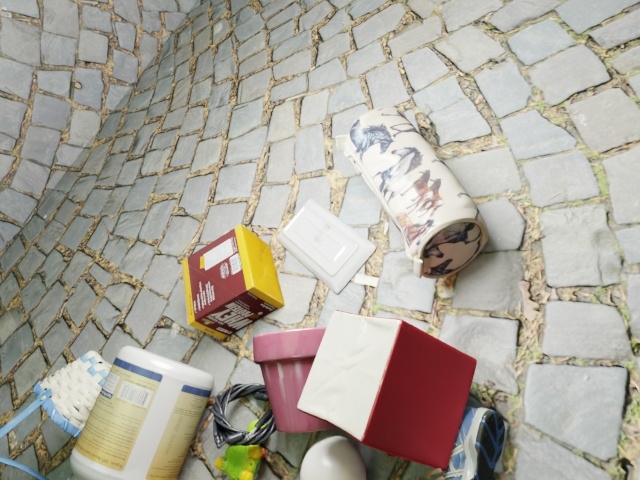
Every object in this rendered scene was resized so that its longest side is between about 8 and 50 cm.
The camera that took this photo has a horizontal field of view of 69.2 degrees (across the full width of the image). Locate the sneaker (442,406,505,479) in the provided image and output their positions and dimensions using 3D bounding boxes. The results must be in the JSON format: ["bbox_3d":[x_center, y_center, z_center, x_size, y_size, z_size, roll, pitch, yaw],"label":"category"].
[{"bbox_3d":[0.233,0.374,0.751,0.081,0.080,0.211,-3,60,58],"label":"sneaker"}]

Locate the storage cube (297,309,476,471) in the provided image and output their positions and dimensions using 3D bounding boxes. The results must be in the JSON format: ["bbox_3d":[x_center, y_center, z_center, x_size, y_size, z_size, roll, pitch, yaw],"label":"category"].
[{"bbox_3d":[0.111,0.241,0.782,0.183,0.193,0.215,-3,62,57],"label":"storage cube"}]

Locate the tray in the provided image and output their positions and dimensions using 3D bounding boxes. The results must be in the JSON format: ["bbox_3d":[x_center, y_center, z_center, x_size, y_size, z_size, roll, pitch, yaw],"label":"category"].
[{"bbox_3d":[0.000,0.000,1.133,0.145,0.030,0.270,-49,49,-2],"label":"tray"}]

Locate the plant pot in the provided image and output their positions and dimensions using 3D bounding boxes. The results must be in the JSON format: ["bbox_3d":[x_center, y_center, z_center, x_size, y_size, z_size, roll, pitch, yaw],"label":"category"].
[{"bbox_3d":[-0.027,0.268,0.903,0.201,0.201,0.180,-14,73,26],"label":"plant pot"}]

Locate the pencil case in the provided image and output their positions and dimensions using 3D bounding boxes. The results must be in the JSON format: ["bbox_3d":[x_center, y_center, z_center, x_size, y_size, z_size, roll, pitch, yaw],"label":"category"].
[{"bbox_3d":[0.186,-0.110,0.987,0.183,0.160,0.410,-23,52,-1],"label":"pencil case"}]

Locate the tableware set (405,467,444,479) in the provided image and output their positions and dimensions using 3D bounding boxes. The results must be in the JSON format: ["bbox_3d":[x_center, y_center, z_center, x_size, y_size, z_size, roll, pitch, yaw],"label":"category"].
[{"bbox_3d":[0.171,0.422,0.726,0.154,0.024,0.104,122,146,-46],"label":"tableware set"}]

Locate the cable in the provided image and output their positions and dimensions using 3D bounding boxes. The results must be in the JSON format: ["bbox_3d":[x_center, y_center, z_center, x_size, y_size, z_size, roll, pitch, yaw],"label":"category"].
[{"bbox_3d":[-0.152,0.351,0.973,0.150,0.047,0.184,-19,21,-5],"label":"cable"}]

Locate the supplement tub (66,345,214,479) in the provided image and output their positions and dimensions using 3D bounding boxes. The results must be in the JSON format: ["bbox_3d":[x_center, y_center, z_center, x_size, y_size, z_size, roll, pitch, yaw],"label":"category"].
[{"bbox_3d":[-0.393,0.415,1.016,0.228,0.228,0.316,6,67,35],"label":"supplement tub"}]

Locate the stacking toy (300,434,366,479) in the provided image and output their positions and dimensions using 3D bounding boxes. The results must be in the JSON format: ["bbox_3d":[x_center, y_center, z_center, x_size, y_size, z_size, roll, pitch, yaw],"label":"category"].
[{"bbox_3d":[0.031,0.531,0.691,0.350,0.350,0.480,-23,35,20],"label":"stacking toy"}]

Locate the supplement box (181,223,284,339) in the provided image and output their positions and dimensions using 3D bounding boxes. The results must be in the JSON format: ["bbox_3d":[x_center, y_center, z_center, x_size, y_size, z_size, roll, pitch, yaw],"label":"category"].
[{"bbox_3d":[-0.220,0.105,1.148,0.194,0.129,0.191,-30,52,15],"label":"supplement box"}]

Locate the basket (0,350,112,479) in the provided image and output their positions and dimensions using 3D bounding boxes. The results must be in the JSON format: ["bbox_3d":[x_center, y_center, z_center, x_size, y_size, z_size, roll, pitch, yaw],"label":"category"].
[{"bbox_3d":[-0.591,0.440,1.124,0.201,0.255,0.289,21,58,37],"label":"basket"}]

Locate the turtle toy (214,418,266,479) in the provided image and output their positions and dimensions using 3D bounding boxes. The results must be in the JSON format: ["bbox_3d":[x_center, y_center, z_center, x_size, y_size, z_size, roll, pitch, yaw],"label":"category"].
[{"bbox_3d":[-0.150,0.434,0.956,0.095,0.066,0.130,9,69,34],"label":"turtle toy"}]
